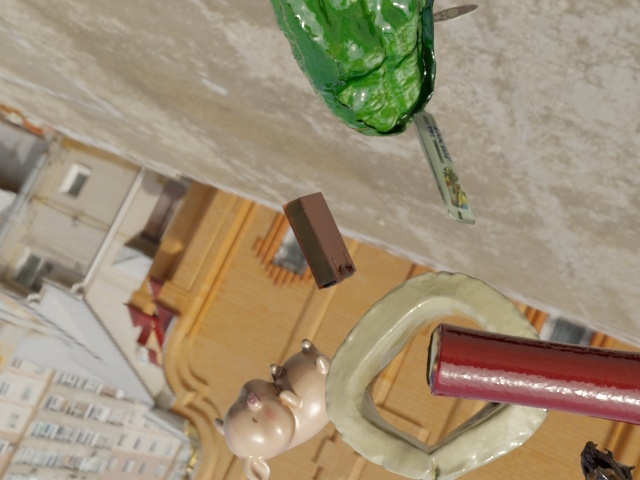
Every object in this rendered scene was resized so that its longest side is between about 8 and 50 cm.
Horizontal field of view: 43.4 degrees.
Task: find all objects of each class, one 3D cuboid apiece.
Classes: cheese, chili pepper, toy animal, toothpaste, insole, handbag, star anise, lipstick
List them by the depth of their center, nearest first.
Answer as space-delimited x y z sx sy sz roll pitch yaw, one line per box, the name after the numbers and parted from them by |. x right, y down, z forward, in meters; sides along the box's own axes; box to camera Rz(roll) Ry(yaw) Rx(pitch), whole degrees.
0.232 0.139 0.833 0.241 0.080 0.080 7 171 3 | lipstick
0.038 -0.298 1.000 0.167 0.213 0.385 40 168 32 | chili pepper
0.426 0.353 1.064 0.234 0.073 0.177 28 -158 -26 | star anise
0.180 0.220 1.233 0.292 0.332 0.153 52 -173 21 | cheese
0.195 -0.134 1.327 0.067 0.255 0.037 15 137 -39 | toothpaste
-0.069 0.306 1.479 0.154 0.250 0.166 60 171 -27 | toy animal
0.217 -0.439 1.599 0.197 0.065 0.004 -12 123 15 | insole
0.000 0.000 1.639 0.190 0.063 0.127 65 -158 0 | handbag
